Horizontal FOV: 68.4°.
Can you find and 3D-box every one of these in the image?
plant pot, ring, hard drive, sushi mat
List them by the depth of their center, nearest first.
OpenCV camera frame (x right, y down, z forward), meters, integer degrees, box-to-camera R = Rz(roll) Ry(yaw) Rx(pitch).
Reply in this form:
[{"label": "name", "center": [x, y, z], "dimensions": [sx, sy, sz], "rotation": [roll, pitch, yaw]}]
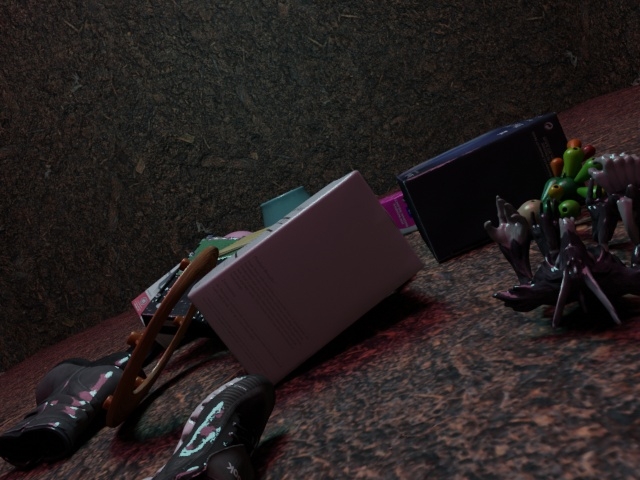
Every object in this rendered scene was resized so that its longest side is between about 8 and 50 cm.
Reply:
[{"label": "ring", "center": [-0.269, 0.154, 0.809], "dimensions": [0.336, 0.032, 0.336], "rotation": [-62, 3, 5]}, {"label": "sushi mat", "center": [-0.097, -0.028, 1.079], "dimensions": [0.317, 0.019, 0.151], "rotation": [-19, 9, 35]}, {"label": "hard drive", "center": [-0.237, 0.099, 1.134], "dimensions": [0.237, 0.064, 0.339], "rotation": [1, 32, 13]}, {"label": "plant pot", "center": [-0.093, -0.055, 1.762], "dimensions": [0.272, 0.255, 0.271], "rotation": [-24, 7, 3]}]

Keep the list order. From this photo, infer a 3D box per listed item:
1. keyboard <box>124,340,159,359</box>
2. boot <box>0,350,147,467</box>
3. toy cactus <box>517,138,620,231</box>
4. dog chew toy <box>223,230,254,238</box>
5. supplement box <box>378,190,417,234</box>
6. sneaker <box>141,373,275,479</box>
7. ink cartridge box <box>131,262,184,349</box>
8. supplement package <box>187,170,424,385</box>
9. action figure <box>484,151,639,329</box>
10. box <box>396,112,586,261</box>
[{"label": "keyboard", "center": [-0.530, 0.325, 1.303], "dimensions": [0.202, 0.033, 0.317], "rotation": [-24, 5, -3]}, {"label": "boot", "center": [-0.516, 0.325, 0.897], "dimensions": [0.338, 0.118, 0.223], "rotation": [-26, 10, 31]}, {"label": "toy cactus", "center": [0.382, -0.062, 0.755], "dimensions": [0.180, 0.112, 0.219], "rotation": [-48, 8, 40]}, {"label": "dog chew toy", "center": [-0.309, 0.105, 1.571], "dimensions": [0.332, 0.206, 0.207], "rotation": [-30, 2, 34]}, {"label": "supplement box", "center": [0.203, -0.067, 1.375], "dimensions": [0.220, 0.111, 0.114], "rotation": [-22, 7, 30]}, {"label": "sneaker", "center": [-0.094, 0.205, 0.421], "dimensions": [0.106, 0.078, 0.234], "rotation": [-17, 14, 37]}, {"label": "ink cartridge box", "center": [-0.374, 0.160, 1.272], "dimensions": [0.218, 0.092, 0.158], "rotation": [-39, 48, -13]}, {"label": "supplement package", "center": [-0.027, 0.053, 0.732], "dimensions": [0.293, 0.177, 0.175], "rotation": [-36, 7, -7]}, {"label": "action figure", "center": [0.266, -0.007, 0.506], "dimensions": [0.164, 0.140, 0.276], "rotation": [-20, 5, 30]}, {"label": "box", "center": [0.329, -0.116, 0.986], "dimensions": [0.294, 0.182, 0.296], "rotation": [-25, 6, 9]}]
